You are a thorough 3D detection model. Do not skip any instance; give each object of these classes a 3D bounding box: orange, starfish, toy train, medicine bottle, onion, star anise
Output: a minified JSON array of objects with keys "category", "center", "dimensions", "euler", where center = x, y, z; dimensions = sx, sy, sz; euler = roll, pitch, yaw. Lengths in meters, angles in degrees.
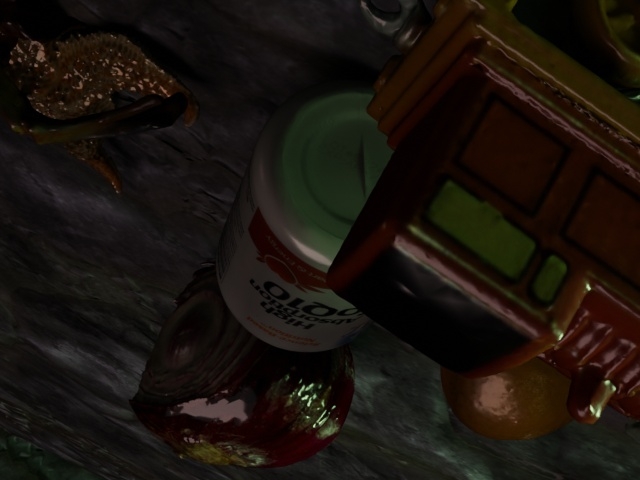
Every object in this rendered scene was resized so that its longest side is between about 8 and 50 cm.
[{"category":"orange","center":[0.164,0.091,0.914],"dimensions":[0.134,0.156,0.156],"euler":[9,154,-1]},{"category":"starfish","center":[-0.277,-0.147,1.029],"dimensions":[0.301,0.084,0.293],"euler":[31,154,-11]},{"category":"toy train","center":[0.159,-0.012,0.621],"dimensions":[0.369,0.232,0.163],"euler":[34,158,-4]},{"category":"medicine bottle","center":[0.000,0.000,0.905],"dimensions":[0.157,0.157,0.289],"euler":[31,155,0]},{"category":"onion","center":[-0.055,0.148,1.186],"dimensions":[0.207,0.216,0.206],"euler":[-3,143,39]},{"category":"star anise","center":[-0.248,-0.188,0.826],"dimensions":[0.346,0.148,0.237],"euler":[37,130,0]}]

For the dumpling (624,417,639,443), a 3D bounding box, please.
[{"category":"dumpling","center":[0.328,0.135,0.850],"dimensions":[0.149,0.105,0.216],"euler":[36,153,-5]}]
